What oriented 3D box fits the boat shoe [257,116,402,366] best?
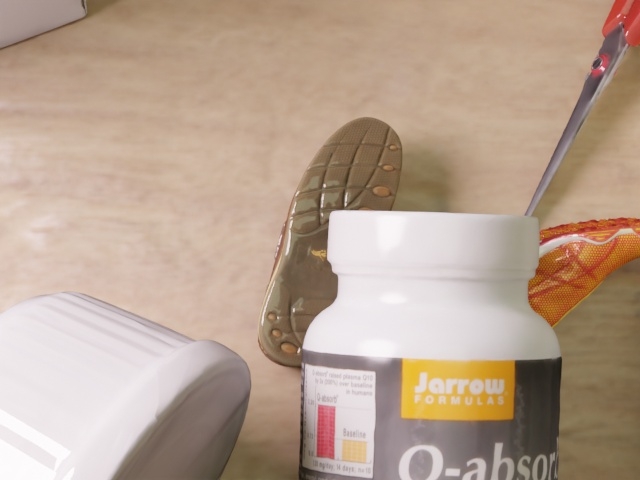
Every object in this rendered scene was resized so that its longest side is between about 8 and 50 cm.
[{"bbox_3d":[0.000,0.000,1.237,0.064,0.060,0.178,24,80,-9],"label":"boat shoe"}]

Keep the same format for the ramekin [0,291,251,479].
[{"bbox_3d":[-0.166,0.154,1.094,0.127,0.273,0.273,31,77,13],"label":"ramekin"}]

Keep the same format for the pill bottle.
[{"bbox_3d":[0.067,0.122,1.149,0.162,0.162,0.278,1,91,-6],"label":"pill bottle"}]

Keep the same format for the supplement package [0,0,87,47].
[{"bbox_3d":[-0.266,-0.206,1.144,0.204,0.262,0.145,-22,81,-10],"label":"supplement package"}]

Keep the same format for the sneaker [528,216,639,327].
[{"bbox_3d":[0.153,0.030,1.258,0.175,0.064,0.067,-22,98,-3],"label":"sneaker"}]

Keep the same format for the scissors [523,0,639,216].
[{"bbox_3d":[0.205,-0.139,1.302,0.021,0.109,0.297,28,101,-28],"label":"scissors"}]
